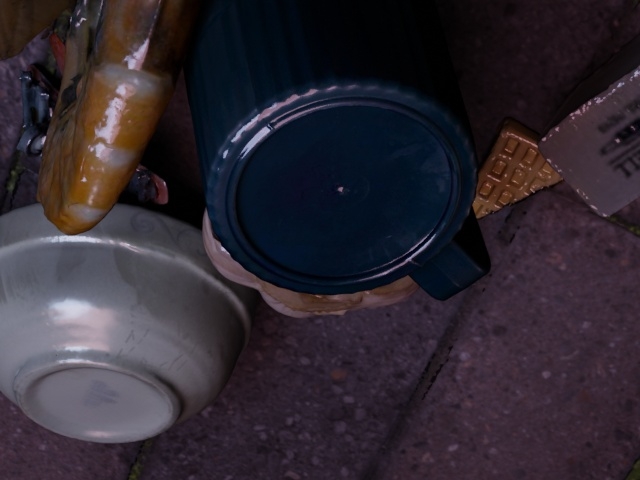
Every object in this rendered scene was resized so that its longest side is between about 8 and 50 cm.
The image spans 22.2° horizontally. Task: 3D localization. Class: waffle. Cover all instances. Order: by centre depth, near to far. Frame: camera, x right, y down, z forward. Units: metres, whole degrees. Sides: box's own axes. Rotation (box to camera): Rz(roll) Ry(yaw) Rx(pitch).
[{"bbox_3d":[0.189,-0.042,1.617,0.097,0.023,0.153,30,123,-2],"label":"waffle"}]

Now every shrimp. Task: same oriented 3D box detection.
[{"bbox_3d":[-0.164,-0.220,1.447,0.085,0.272,0.445,14,111,-23],"label":"shrimp"}]

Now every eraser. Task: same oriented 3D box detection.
[{"bbox_3d":[0.358,-0.159,1.459,0.352,0.077,0.111,-36,105,31],"label":"eraser"}]

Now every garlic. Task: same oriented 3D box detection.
[{"bbox_3d":[0.000,0.000,1.625,0.229,0.178,0.143,10,151,5],"label":"garlic"}]

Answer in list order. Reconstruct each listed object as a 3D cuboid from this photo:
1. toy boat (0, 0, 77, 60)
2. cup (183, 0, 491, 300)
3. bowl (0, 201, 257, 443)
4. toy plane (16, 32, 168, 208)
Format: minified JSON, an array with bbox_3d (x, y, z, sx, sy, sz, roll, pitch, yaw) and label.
[{"bbox_3d":[-0.302,-0.328,1.427,0.162,0.136,0.445,32,153,13],"label":"toy boat"},{"bbox_3d":[0.007,-0.103,1.434,0.242,0.292,0.308,-11,129,0],"label":"cup"},{"bbox_3d":[-0.223,0.100,1.683,0.307,0.163,0.307,3,145,2],"label":"bowl"},{"bbox_3d":[-0.250,-0.052,1.693,0.223,0.104,0.326,40,132,23],"label":"toy plane"}]
